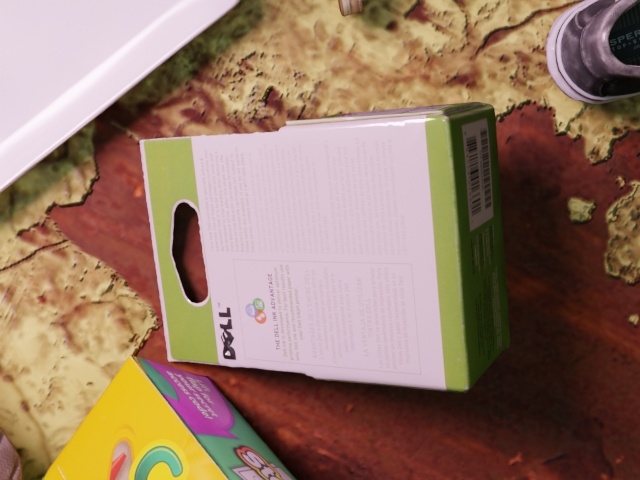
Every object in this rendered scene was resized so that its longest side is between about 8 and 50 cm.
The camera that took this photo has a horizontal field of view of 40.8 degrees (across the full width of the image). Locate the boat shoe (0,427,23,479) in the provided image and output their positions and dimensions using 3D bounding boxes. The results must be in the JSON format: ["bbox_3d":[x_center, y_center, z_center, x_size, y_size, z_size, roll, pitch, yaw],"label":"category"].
[{"bbox_3d":[-0.356,0.102,0.608,0.116,0.123,0.324,-19,111,43],"label":"boat shoe"}]

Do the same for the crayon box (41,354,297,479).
[{"bbox_3d":[-0.097,0.311,0.568,0.313,0.363,0.106,-55,142,6],"label":"crayon box"}]

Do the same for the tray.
[{"bbox_3d":[-0.204,-0.151,0.627,0.270,0.030,0.145,-38,101,2],"label":"tray"}]

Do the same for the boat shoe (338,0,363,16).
[{"bbox_3d":[0.032,-0.231,0.623,0.045,0.050,0.135,1,100,0],"label":"boat shoe"}]

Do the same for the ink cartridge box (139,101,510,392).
[{"bbox_3d":[0.000,0.000,0.649,0.255,0.097,0.189,1,103,30],"label":"ink cartridge box"}]

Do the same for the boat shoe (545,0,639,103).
[{"bbox_3d":[0.336,-0.179,0.625,0.335,0.119,0.121,-25,102,0],"label":"boat shoe"}]
